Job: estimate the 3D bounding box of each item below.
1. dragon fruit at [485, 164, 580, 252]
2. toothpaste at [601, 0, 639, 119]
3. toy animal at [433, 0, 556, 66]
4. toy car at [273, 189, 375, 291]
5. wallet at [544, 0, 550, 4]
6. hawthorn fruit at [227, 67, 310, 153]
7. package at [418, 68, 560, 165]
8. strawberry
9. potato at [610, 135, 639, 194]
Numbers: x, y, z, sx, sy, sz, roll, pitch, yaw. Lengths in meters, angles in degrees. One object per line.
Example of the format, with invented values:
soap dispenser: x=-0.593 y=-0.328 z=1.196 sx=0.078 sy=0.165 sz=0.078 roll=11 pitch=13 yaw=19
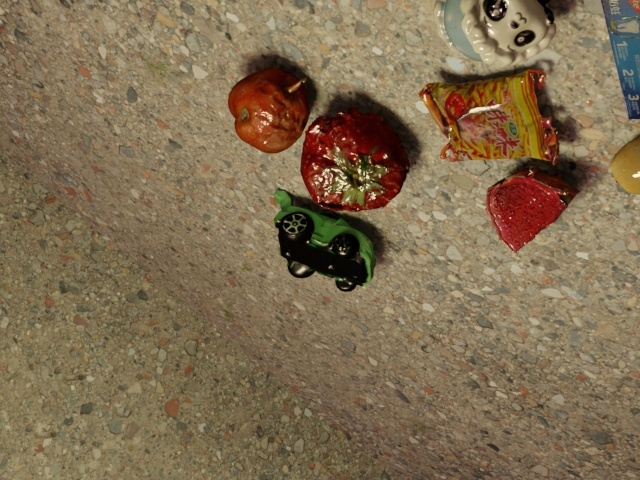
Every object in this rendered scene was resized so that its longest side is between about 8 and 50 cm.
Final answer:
dragon fruit: x=0.478 y=-0.108 z=1.894 sx=0.161 sy=0.126 sz=0.274 roll=41 pitch=150 yaw=6
toothpaste: x=0.572 y=-0.360 z=1.500 sx=0.076 sy=0.066 sz=0.320 roll=6 pitch=139 yaw=37
toy animal: x=0.315 y=-0.410 z=1.541 sx=0.208 sy=0.156 sz=0.204 roll=40 pitch=-175 yaw=-25
toy car: x=0.000 y=0.000 z=2.436 sx=0.359 sy=0.176 sz=0.213 roll=17 pitch=146 yaw=19
wallet: x=0.329 y=-0.562 z=1.460 sx=0.321 sy=0.044 sz=0.170 roll=40 pitch=150 yaw=-11
hawthorn fruit: x=-0.109 y=-0.338 z=2.039 sx=0.207 sy=0.207 sz=0.243 roll=40 pitch=139 yaw=-12
package: x=0.367 y=-0.265 z=1.788 sx=0.288 sy=0.108 sz=0.223 roll=0 pitch=131 yaw=31
strawberry: x=0.076 y=-0.205 z=2.048 sx=0.274 sy=0.220 sz=0.274 roll=2 pitch=115 yaw=4
potato: x=0.671 y=-0.158 z=1.652 sx=0.109 sy=0.118 sz=0.178 roll=13 pitch=152 yaw=-44
